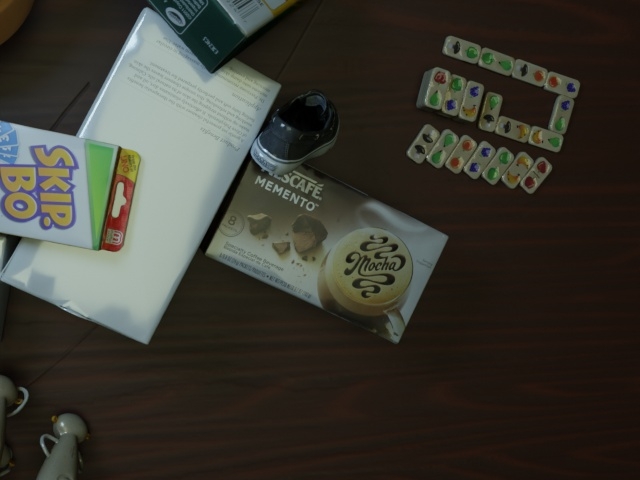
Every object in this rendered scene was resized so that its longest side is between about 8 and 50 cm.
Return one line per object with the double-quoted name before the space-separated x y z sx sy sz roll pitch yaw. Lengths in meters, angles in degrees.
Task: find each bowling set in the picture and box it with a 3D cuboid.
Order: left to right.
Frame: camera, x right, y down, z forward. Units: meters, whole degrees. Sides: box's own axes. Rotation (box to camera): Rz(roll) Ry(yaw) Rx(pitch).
"bowling set" -0.460 0.263 0.946 0.199 0.154 0.287 -30 125 18

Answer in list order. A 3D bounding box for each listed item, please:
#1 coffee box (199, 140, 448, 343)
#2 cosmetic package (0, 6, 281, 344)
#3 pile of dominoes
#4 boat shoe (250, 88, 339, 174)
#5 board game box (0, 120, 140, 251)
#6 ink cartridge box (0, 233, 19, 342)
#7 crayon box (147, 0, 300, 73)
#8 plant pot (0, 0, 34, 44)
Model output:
"coffee box" 0.000 0.000 1.042 0.297 0.119 0.168 27 89 -15
"cosmetic package" -0.224 -0.078 0.961 0.197 0.155 0.366 29 89 -14
"pile of dominoes" 0.266 -0.184 1.131 0.251 0.040 0.196 14 92 -14
"boat shoe" -0.018 -0.157 0.972 0.080 0.228 0.076 37 121 5
"board game box" -0.344 -0.068 0.850 0.259 0.039 0.124 11 91 -11
"ink cartridge box" -0.507 0.049 0.937 0.217 0.092 0.159 9 93 -12
"crayon box" -0.103 -0.364 0.936 0.203 0.083 0.323 49 42 -10
"plant pot" -0.456 -0.360 0.806 0.290 0.203 0.291 6 72 -19
